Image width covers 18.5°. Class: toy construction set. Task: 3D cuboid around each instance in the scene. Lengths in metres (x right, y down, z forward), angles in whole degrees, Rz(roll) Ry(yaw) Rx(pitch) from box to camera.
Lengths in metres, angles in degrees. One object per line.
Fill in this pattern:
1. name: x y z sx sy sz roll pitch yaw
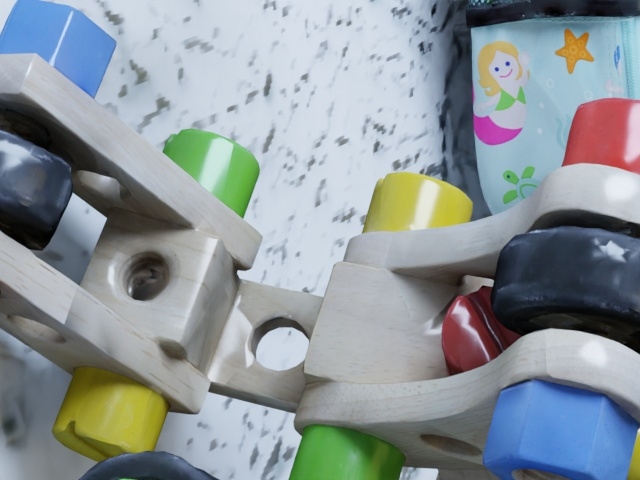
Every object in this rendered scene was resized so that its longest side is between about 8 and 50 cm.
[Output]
1. toy construction set: 0.000 0.000 0.677 0.237 0.257 0.309 54 25 -65

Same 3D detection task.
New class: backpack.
1. backpack: 0.164 -0.113 0.889 0.225 0.191 0.254 -18 112 -54
